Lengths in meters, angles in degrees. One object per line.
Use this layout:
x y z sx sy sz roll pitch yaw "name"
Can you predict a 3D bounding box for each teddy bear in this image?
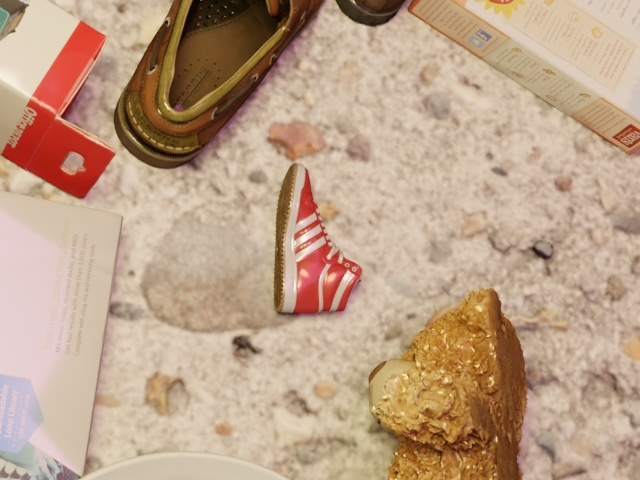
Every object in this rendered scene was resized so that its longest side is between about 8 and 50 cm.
0.085 0.195 1.349 0.113 0.245 0.338 -10 66 17 "teddy bear"

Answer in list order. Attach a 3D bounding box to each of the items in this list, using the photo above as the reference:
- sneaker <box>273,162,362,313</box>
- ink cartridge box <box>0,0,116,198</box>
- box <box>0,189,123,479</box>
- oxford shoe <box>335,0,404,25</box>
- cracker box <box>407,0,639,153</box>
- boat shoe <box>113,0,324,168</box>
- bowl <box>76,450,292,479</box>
0.000 0.000 1.473 0.067 0.042 0.118 5 82 -13 "sneaker"
-0.244 -0.134 1.381 0.231 0.134 0.078 32 68 -8 "ink cartridge box"
-0.316 0.064 1.347 0.322 0.058 0.232 11 73 -14 "box"
0.078 -0.294 1.549 0.082 0.096 0.227 16 70 -12 "oxford shoe"
0.211 -0.201 1.582 0.232 0.067 0.156 32 69 -7 "cracker box"
-0.051 -0.194 1.474 0.110 0.104 0.307 29 69 -9 "boat shoe"
-0.104 0.301 1.311 0.297 0.134 0.298 4 75 -16 "bowl"
